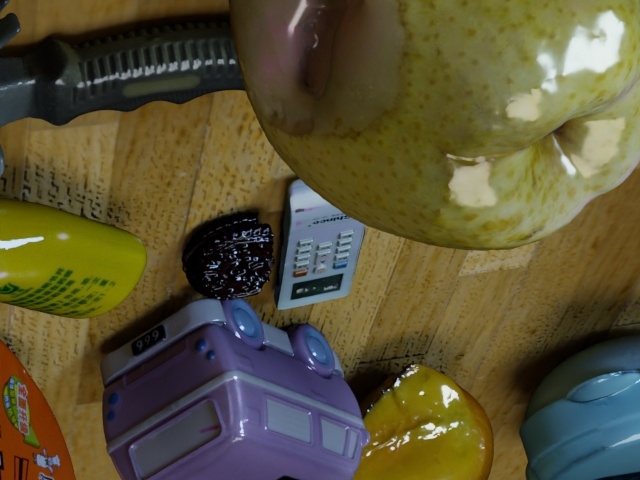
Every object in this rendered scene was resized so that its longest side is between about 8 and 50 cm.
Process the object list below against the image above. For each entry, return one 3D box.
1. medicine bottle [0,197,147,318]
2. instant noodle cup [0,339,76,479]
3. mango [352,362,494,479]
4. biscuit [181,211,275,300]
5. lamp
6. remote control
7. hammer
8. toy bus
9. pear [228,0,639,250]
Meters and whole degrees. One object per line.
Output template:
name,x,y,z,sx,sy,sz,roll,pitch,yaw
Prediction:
medicine bottle,-0.221,0.003,1.187,0.095,0.064,0.260,-22,159,26
instant noodle cup,-0.327,0.195,1.311,0.192,0.250,0.250,-24,149,24
mango,0.053,0.220,1.626,0.187,0.138,0.257,-32,168,-20
biscuit,-0.062,0.012,1.350,0.089,0.027,0.087,-39,142,29
lamp,0.282,0.178,1.668,0.209,0.147,0.284,-6,138,-15
remote control,0.000,0.000,1.363,0.065,0.029,0.166,-12,153,-12
hammer,-0.126,-0.104,1.126,0.226,0.041,0.159,-8,149,-15
toy bus,-0.066,0.145,1.444,0.142,0.142,0.202,-34,146,23
pear,0.074,-0.126,0.999,0.271,0.271,0.271,-13,148,-8
